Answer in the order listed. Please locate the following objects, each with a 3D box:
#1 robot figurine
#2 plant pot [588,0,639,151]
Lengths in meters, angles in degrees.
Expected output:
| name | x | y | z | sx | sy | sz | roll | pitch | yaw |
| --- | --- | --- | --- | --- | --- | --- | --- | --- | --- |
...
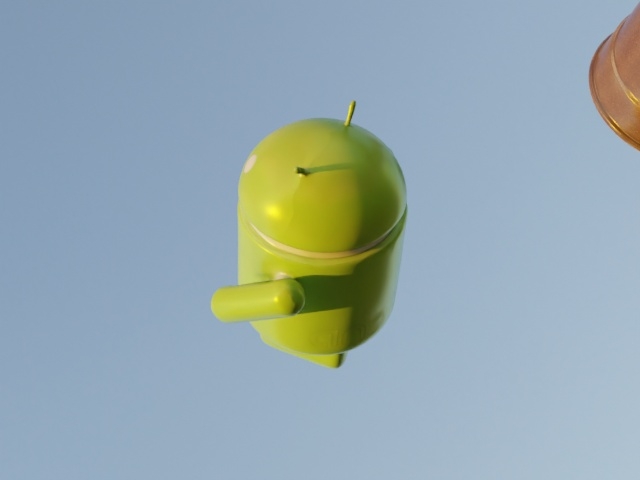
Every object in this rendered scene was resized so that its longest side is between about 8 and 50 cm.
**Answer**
| name | x | y | z | sx | sy | sz | roll | pitch | yaw |
| --- | --- | --- | --- | --- | --- | --- | --- | --- | --- |
| robot figurine | 0.000 | 0.000 | 0.456 | 0.101 | 0.067 | 0.115 | -55 | -21 | -39 |
| plant pot | 0.340 | -0.178 | 0.991 | 0.167 | 0.167 | 0.165 | -19 | -25 | -16 |
